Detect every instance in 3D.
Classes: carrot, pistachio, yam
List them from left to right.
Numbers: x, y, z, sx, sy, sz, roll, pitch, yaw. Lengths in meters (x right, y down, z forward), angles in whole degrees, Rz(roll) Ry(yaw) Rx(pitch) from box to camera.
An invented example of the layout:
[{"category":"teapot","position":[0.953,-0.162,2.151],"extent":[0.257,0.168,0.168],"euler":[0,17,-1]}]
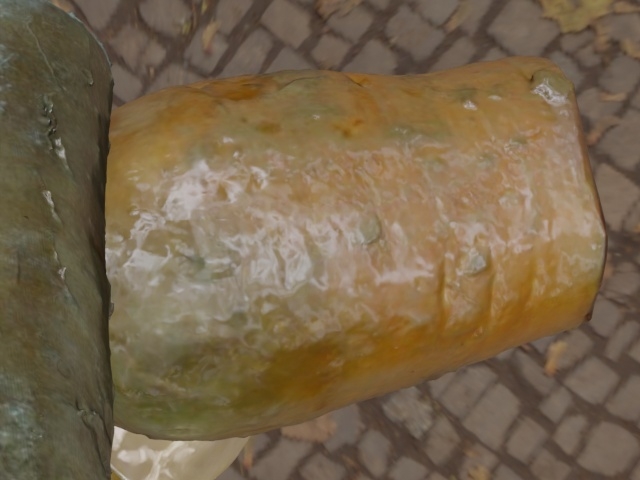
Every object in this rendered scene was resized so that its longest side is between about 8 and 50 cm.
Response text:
[{"category":"yam","position":[-0.103,0.029,0.421],"extent":[0.093,0.259,0.093],"euler":[-5,131,-5]},{"category":"pistachio","position":[-0.145,0.138,1.442],"extent":[0.187,0.187,0.299],"euler":[34,46,-7]},{"category":"carrot","position":[0.000,0.000,0.927],"extent":[0.341,0.224,0.224],"euler":[-10,94,-16]}]
